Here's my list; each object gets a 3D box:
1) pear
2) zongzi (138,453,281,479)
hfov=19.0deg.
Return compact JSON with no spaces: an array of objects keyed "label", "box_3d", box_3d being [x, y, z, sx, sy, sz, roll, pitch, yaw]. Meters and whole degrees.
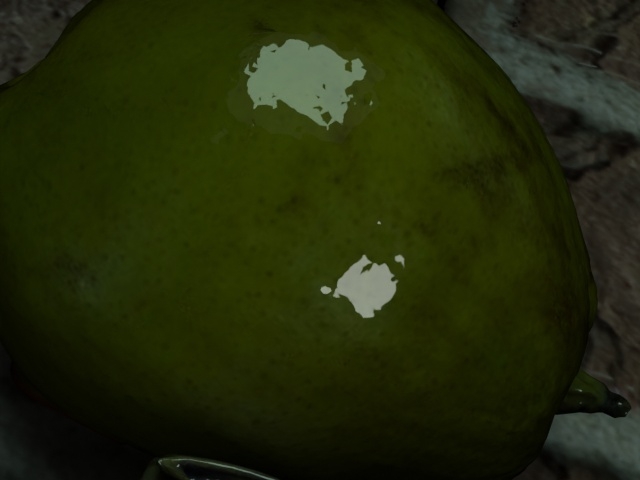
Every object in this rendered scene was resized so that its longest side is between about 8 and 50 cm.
[{"label":"pear","box_3d":[0.000,0.000,0.987,0.375,0.287,0.287,30,41,-9]},{"label":"zongzi","box_3d":[0.021,0.255,0.819,0.300,0.138,0.286,28,41,-12]}]
